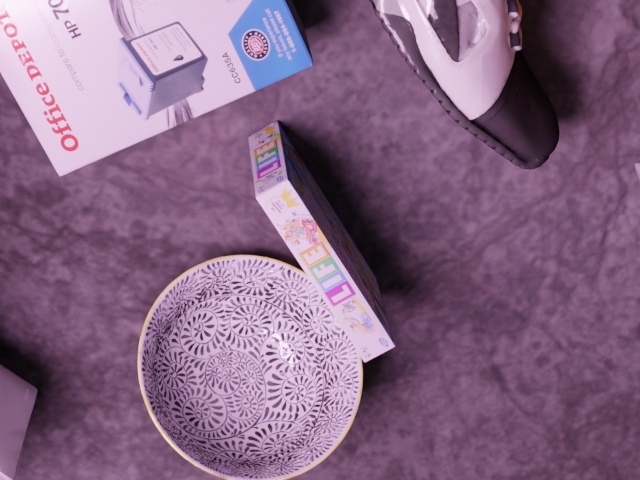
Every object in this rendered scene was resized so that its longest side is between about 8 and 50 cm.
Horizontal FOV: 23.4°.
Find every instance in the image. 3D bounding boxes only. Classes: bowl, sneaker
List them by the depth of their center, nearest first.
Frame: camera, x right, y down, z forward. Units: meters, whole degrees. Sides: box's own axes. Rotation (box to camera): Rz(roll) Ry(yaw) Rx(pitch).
[{"bbox_3d":[0.094,-0.192,1.007,0.146,0.122,0.330,-32,116,12],"label":"sneaker"},{"bbox_3d":[-0.061,0.102,1.149,0.170,0.170,0.080,17,157,-15],"label":"bowl"}]

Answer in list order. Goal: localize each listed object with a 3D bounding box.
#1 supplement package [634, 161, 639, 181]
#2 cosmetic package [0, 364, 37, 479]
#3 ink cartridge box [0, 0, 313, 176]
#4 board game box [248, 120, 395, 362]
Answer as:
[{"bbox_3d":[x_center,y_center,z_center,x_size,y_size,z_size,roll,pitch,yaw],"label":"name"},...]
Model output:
[{"bbox_3d":[0.376,-0.018,1.122,0.244,0.134,0.139,-20,117,4],"label":"supplement package"},{"bbox_3d":[-0.329,0.162,1.119,0.127,0.107,0.238,36,123,-24],"label":"cosmetic package"},{"bbox_3d":[-0.119,-0.148,1.030,0.190,0.082,0.140,-24,117,4],"label":"ink cartridge box"},{"bbox_3d":[0.000,0.000,1.106,0.026,0.103,0.154,-29,116,8],"label":"board game box"}]
